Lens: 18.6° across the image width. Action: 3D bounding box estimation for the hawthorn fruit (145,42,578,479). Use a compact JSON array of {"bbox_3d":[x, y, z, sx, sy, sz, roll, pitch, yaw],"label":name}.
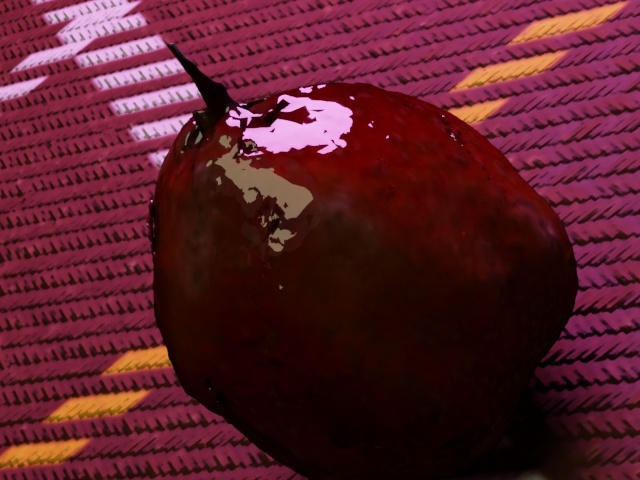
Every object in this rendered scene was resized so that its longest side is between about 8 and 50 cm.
[{"bbox_3d":[0.000,0.000,0.864,0.181,0.235,0.181,-35,23,17],"label":"hawthorn fruit"}]
